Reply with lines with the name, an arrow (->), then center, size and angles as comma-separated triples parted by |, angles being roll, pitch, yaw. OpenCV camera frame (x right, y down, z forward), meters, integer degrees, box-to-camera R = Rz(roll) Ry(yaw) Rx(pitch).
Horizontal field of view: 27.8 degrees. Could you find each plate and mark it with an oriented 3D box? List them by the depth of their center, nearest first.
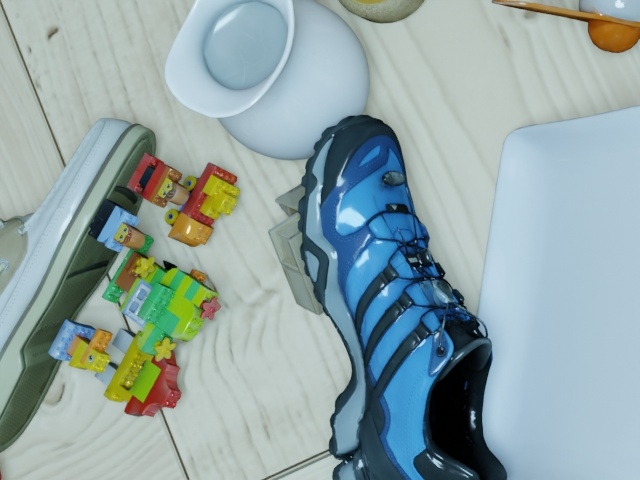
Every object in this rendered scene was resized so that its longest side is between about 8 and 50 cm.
plate -> 0.191, 0.049, 0.892 | 0.045, 0.277, 0.278 | 10, 85, -20

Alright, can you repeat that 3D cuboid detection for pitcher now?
pitcher -> -0.027, -0.156, 0.979 | 0.125, 0.207, 0.178 | 19, 88, 17

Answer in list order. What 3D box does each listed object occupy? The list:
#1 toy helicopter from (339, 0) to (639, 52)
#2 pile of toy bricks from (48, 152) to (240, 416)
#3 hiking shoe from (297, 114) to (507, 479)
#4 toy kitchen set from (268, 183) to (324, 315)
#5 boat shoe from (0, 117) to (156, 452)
toy helicopter -> 0.174, -0.235, 0.994 | 0.355, 0.140, 0.235 | -15, 88, 25
pile of toy bricks -> -0.121, 0.042, 1.021 | 0.105, 0.118, 0.212 | 31, 93, 36
hiking shoe -> 0.072, 0.053, 0.957 | 0.132, 0.113, 0.304 | -7, 93, 42
toy kitchen set -> 0.000, 0.000, 1.049 | 0.083, 0.075, 0.068 | -33, 31, -23
boat shoe -> -0.243, 0.024, 1.069 | 0.103, 0.113, 0.302 | 29, 93, 12
